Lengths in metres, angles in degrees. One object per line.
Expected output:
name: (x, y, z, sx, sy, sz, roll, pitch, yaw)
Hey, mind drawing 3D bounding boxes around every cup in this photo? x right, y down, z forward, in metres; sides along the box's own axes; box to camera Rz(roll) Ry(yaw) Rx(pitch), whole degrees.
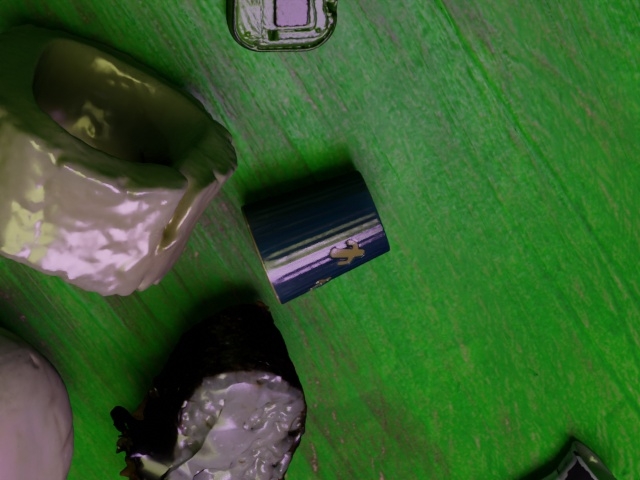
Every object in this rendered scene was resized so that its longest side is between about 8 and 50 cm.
cup: (0.000, 0.000, 1.659, 0.155, 0.131, 0.176, -22, 152, 1)

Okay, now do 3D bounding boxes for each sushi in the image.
sushi: (-0.158, 0.247, 1.725, 0.234, 0.207, 0.349, 9, 122, -26)

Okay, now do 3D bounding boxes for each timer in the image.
timer: (-0.042, -0.280, 1.509, 0.128, 0.047, 0.140, -2, 122, -9)

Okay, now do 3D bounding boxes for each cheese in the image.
cheese: (-0.249, -0.087, 1.427, 0.292, 0.332, 0.153, 29, 115, -10)

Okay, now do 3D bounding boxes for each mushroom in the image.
mushroom: (-0.448, 0.227, 1.630, 0.315, 0.315, 0.356, -32, 94, 11)

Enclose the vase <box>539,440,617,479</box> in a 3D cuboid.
vase: (0.281, 0.454, 1.970, 0.165, 0.165, 0.360, 38, 105, -27)
